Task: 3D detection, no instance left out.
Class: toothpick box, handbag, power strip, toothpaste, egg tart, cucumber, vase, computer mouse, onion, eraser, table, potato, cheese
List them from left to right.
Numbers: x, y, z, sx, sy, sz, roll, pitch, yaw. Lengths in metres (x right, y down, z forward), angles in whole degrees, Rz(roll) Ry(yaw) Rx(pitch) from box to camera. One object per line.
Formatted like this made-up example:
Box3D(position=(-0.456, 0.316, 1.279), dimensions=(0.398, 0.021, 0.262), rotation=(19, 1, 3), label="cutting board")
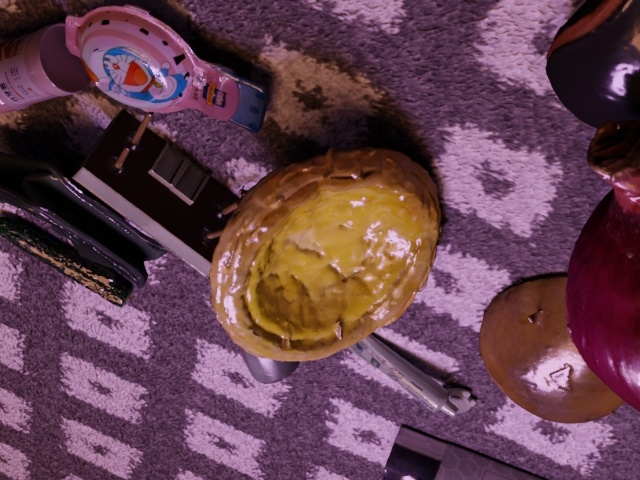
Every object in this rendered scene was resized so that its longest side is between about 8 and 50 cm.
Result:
Box3D(position=(-0.392, -0.233, 1.861), dimensions=(0.149, 0.098, 0.098), rotation=(-9, 131, 38), label="toothpick box")
Box3D(position=(-0.425, 0.029, 2.253), dimensions=(0.256, 0.043, 0.044), rotation=(31, 139, -4), label="cucumber")
Box3D(position=(-0.377, -0.038, 2.035), dimensions=(0.247, 0.079, 0.260), rotation=(39, 168, -36), label="handbag")
Box3D(position=(-0.202, -0.220, 1.779), dimensions=(0.286, 0.074, 0.189), rotation=(23, 146, 3), label="cheese")
Box3D(position=(-0.203, -0.077, 1.914), dimensions=(0.240, 0.122, 0.111), rotation=(37, 143, -15), label="table")
Box3D(position=(-0.108, 0.122, 2.140), dimensions=(0.086, 0.086, 0.214), rotation=(-1, 132, 33), label="vase")
Box3D(position=(0.000, 0.000, 1.803), dimensions=(0.345, 0.132, 0.345), rotation=(-13, 133, -15), label="egg tart")
Box3D(position=(0.121, 0.201, 2.111), dimensions=(0.218, 0.041, 0.064), rotation=(36, 143, 8), label="toothpaste")
Box3D(position=(0.202, 0.248, 2.143), dimensions=(0.083, 0.035, 0.055), rotation=(-16, 128, 27), label="power strip")
Box3D(position=(0.300, 0.432, 2.246), dimensions=(0.404, 0.096, 0.098), rotation=(21, 145, 10), label="eraser")
Box3D(position=(0.329, 0.166, 1.892), dimensions=(0.239, 0.116, 0.299), rotation=(41, 141, -11), label="potato")
Box3D(position=(0.357, -0.207, 1.409), dimensions=(0.183, 0.116, 0.323), rotation=(28, 144, -10), label="computer mouse")
Box3D(position=(0.400, 0.015, 1.466), dimensions=(0.347, 0.348, 0.385), rotation=(-12, 131, 41), label="onion")
